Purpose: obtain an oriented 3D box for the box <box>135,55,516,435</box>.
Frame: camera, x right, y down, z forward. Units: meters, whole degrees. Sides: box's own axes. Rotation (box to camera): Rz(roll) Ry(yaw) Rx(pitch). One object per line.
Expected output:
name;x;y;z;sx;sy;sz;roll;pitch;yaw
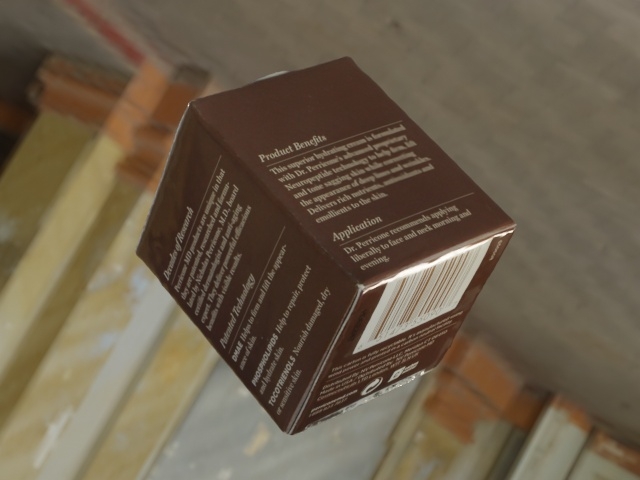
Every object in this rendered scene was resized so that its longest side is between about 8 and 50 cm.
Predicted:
box;0.000;0.000;1.195;0.203;0.168;0.167;48;136;25
